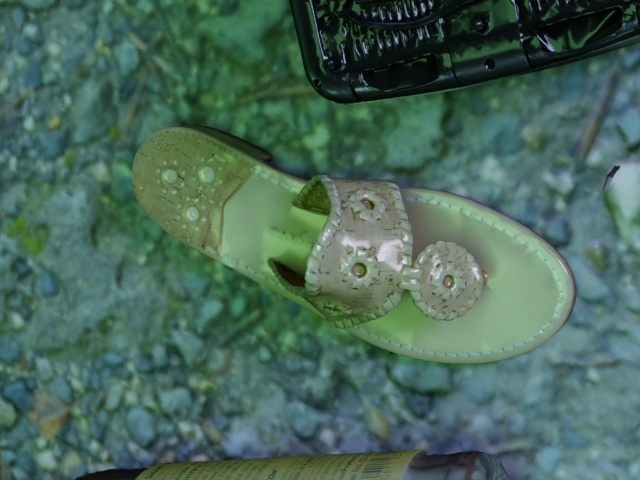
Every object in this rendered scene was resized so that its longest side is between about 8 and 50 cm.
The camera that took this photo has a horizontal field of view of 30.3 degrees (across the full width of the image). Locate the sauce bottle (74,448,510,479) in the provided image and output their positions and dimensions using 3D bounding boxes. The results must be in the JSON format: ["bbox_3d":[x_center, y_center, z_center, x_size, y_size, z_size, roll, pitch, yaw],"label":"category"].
[{"bbox_3d":[-0.069,0.168,0.615,0.344,0.111,0.111,-6,96,25],"label":"sauce bottle"}]

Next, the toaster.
[{"bbox_3d":[0.072,-0.144,0.502,0.168,0.110,0.185,-12,93,25],"label":"toaster"}]

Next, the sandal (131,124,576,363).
[{"bbox_3d":[-0.002,0.006,0.575,0.240,0.079,0.088,22,106,19],"label":"sandal"}]
